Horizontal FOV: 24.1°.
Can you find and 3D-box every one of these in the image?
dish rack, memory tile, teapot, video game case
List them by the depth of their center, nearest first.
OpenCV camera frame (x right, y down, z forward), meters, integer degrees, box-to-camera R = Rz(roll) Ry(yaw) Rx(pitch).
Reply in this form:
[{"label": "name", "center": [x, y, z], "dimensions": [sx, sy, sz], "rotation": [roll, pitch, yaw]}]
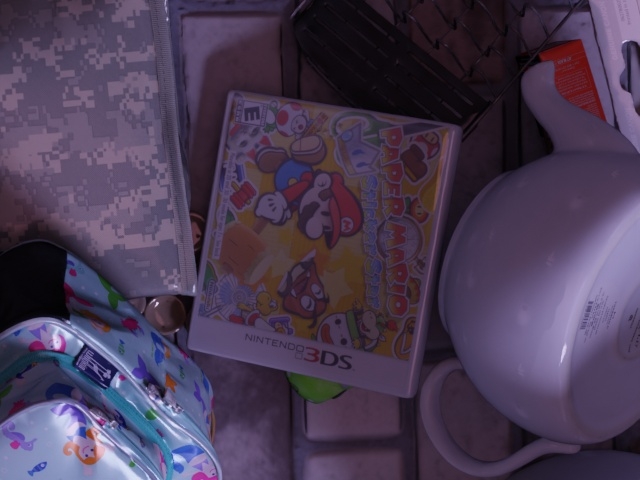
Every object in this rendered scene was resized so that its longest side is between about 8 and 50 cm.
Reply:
[{"label": "teapot", "center": [0.181, 0.035, 1.215], "dimensions": [0.256, 0.187, 0.252], "rotation": [-46, 137, -25]}, {"label": "dish rack", "center": [0.111, -0.219, 1.249], "dimensions": [0.208, 0.074, 0.271], "rotation": [41, 91, 15]}, {"label": "video game case", "center": [0.000, 0.000, 1.252], "dimensions": [0.206, 0.026, 0.227], "rotation": [11, 93, 20]}, {"label": "memory tile", "center": [-0.107, 0.033, 1.308], "dimensions": [0.148, 0.012, 0.113], "rotation": [15, 93, -9]}]

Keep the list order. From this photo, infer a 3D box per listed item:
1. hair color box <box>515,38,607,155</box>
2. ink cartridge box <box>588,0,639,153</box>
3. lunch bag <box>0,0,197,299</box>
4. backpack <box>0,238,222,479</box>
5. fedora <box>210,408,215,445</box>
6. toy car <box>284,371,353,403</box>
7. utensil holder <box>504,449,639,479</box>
[{"label": "hair color box", "center": [0.219, -0.102, 1.309], "dimensions": [0.043, 0.072, 0.141], "rotation": [-20, 98, -6]}, {"label": "ink cartridge box", "center": [0.368, -0.168, 1.345], "dimensions": [0.225, 0.056, 0.181], "rotation": [-13, 98, 12]}, {"label": "lunch bag", "center": [-0.227, -0.094, 1.198], "dimensions": [0.235, 0.169, 0.287], "rotation": [-6, 98, -5]}, {"label": "backpack", "center": [-0.198, 0.151, 1.118], "dimensions": [0.225, 0.191, 0.253], "rotation": [-33, 132, 16]}, {"label": "fedora", "center": [-0.185, 0.169, 1.277], "dimensions": [0.194, 0.079, 0.194], "rotation": [-1, 96, -9]}, {"label": "toy car", "center": [0.069, 0.066, 1.315], "dimensions": [0.225, 0.053, 0.239], "rotation": [-37, 99, -3]}, {"label": "utensil holder", "center": [0.273, 0.357, 1.206], "dimensions": [0.327, 0.385, 0.327], "rotation": [-1, 96, -9]}]
